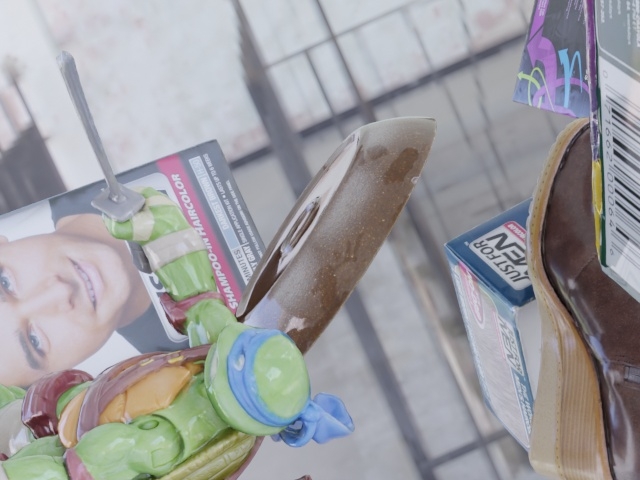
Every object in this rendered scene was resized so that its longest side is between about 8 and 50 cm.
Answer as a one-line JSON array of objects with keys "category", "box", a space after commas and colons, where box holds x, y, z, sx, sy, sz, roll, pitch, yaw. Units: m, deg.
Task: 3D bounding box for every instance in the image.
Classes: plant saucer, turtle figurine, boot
[{"category": "plant saucer", "box": [0.000, 0.000, 1.017, 0.199, 0.036, 0.198, -54, 8, 12]}, {"category": "turtle figurine", "box": [-0.146, 0.060, 0.852, 0.266, 0.274, 0.198, -34, 46, 43]}, {"category": "boot", "box": [0.231, 0.045, 1.041, 0.206, 0.249, 0.090, 1, -5, 39]}]

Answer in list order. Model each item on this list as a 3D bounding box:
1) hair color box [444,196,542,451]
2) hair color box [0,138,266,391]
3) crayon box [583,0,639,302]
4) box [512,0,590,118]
[{"category": "hair color box", "box": [0.276, 0.010, 1.265, 0.347, 0.174, 0.105, -27, 38, -13]}, {"category": "hair color box", "box": [-0.233, 0.057, 1.588, 0.374, 0.185, 0.113, -23, -5, -30]}, {"category": "crayon box", "box": [0.271, -0.166, 0.716, 0.313, 0.363, 0.106, -14, 27, -13]}, {"category": "box", "box": [0.214, -0.156, 1.361, 0.029, 0.116, 0.162, 9, 8, -24]}]
